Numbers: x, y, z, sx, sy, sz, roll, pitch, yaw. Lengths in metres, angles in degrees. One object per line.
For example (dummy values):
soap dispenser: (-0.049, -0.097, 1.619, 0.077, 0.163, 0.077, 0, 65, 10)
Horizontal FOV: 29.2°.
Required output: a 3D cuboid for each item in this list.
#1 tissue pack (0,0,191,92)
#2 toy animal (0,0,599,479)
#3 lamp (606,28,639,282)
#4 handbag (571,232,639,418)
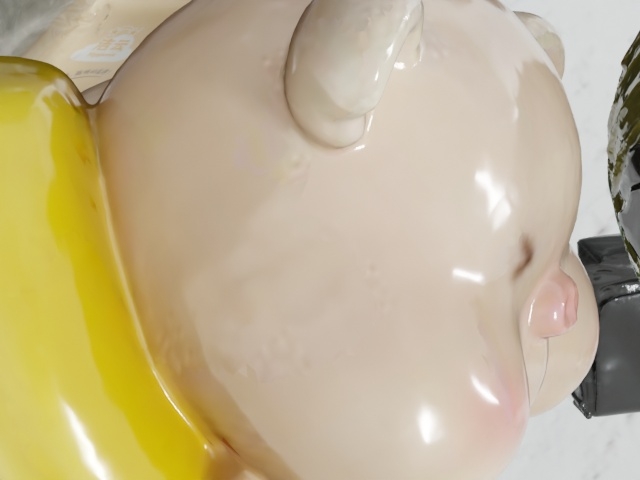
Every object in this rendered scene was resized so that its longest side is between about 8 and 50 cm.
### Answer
tissue pack: (-0.157, -0.208, 0.923, 0.238, 0.238, 0.305, -44, 162, 30)
toy animal: (0.012, 0.019, 0.480, 0.247, 0.277, 0.345, -32, 176, 7)
lamp: (0.245, -0.012, 0.527, 0.250, 0.250, 0.284, -47, -152, 51)
handbag: (0.402, 0.087, 1.399, 0.247, 0.223, 0.080, -7, -152, -8)
